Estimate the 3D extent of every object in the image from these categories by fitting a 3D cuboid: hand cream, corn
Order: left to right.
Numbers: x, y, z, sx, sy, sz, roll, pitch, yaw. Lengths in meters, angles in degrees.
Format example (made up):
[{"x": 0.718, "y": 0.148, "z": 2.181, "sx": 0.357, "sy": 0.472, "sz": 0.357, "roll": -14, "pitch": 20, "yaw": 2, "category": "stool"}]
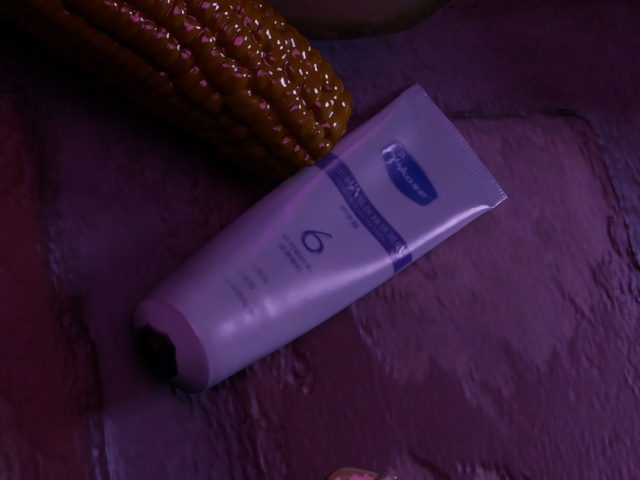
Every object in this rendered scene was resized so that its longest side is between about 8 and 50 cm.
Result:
[{"x": -0.130, "y": -0.161, "z": 1.041, "sx": 0.363, "sy": 0.120, "sz": 0.120, "roll": 34, "pitch": 59, "yaw": -25, "category": "corn"}, {"x": 0.000, "y": 0.000, "z": 1.107, "sx": 0.320, "sy": 0.067, "sz": 0.109, "roll": -35, "pitch": 85, "yaw": -38, "category": "hand cream"}]

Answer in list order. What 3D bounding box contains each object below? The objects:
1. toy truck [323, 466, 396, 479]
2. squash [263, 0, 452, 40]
[{"x": 0.002, "y": 0.202, "z": 0.997, "sx": 0.191, "sy": 0.085, "sz": 0.116, "roll": -1, "pitch": 65, "yaw": -22, "category": "toy truck"}, {"x": 0.023, "y": -0.365, "z": 1.139, "sx": 0.263, "sy": 0.263, "sz": 0.384, "roll": 22, "pitch": 62, "yaw": -14, "category": "squash"}]
